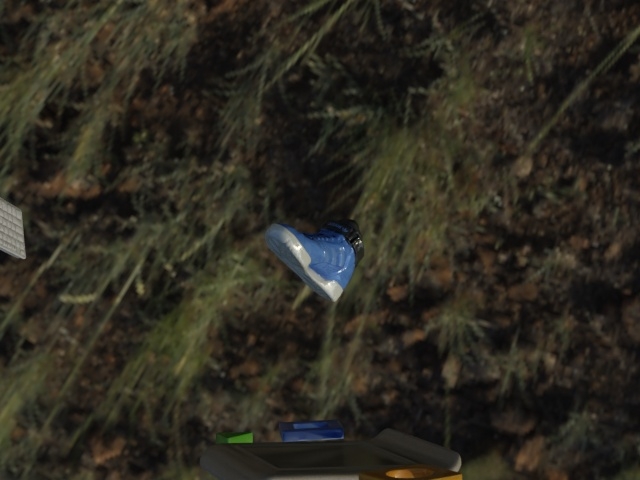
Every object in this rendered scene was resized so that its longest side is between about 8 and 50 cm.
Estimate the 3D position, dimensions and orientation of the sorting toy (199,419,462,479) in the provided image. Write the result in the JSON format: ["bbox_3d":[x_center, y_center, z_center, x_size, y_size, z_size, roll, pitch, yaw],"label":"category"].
[{"bbox_3d":[0.005,0.211,1.112,0.196,0.047,0.347,-2,180,-19],"label":"sorting toy"}]

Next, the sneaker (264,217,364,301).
[{"bbox_3d":[-0.001,0.000,1.374,0.058,0.084,0.152,25,165,40],"label":"sneaker"}]

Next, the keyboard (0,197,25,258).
[{"bbox_3d":[-0.436,-0.043,1.528,0.014,0.072,0.256,-9,161,15],"label":"keyboard"}]
